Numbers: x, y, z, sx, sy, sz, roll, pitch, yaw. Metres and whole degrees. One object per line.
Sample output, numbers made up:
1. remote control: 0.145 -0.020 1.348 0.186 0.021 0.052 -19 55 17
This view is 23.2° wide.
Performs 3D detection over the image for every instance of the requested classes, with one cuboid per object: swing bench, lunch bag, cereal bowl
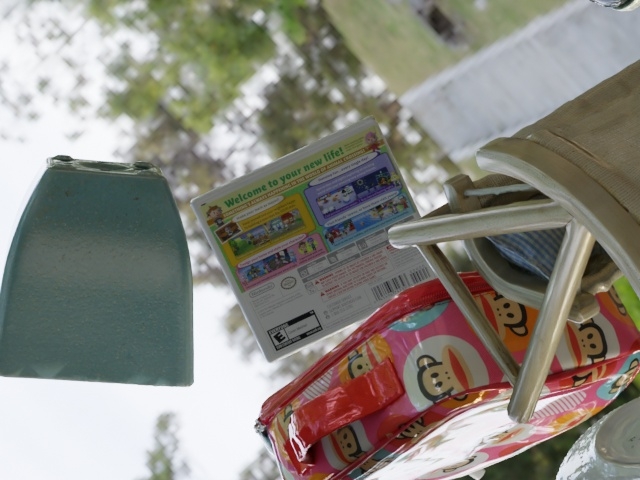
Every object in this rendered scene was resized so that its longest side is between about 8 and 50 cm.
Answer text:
1. swing bench: 0.218 -0.037 1.021 0.165 0.253 0.255 56 156 9
2. lunch bag: 0.085 0.122 1.234 0.258 0.293 0.120 -8 -112 -35
3. cereal bowl: 0.449 0.293 2.005 0.339 0.339 0.141 -88 -27 -66

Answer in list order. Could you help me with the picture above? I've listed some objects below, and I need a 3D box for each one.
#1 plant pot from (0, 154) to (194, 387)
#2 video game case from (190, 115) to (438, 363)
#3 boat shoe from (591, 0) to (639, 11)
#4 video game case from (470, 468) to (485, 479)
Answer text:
1. plant pot: -0.281 0.027 1.949 0.247 0.252 0.248 4 -172 -10
2. video game case: 0.000 0.000 1.633 0.023 0.212 0.193 -101 -14 -79
3. boat shoe: 0.430 -0.447 2.057 0.113 0.340 0.127 -1 -127 -30
4. video game case: 0.105 0.209 1.819 0.157 0.019 0.143 38 180 -30
